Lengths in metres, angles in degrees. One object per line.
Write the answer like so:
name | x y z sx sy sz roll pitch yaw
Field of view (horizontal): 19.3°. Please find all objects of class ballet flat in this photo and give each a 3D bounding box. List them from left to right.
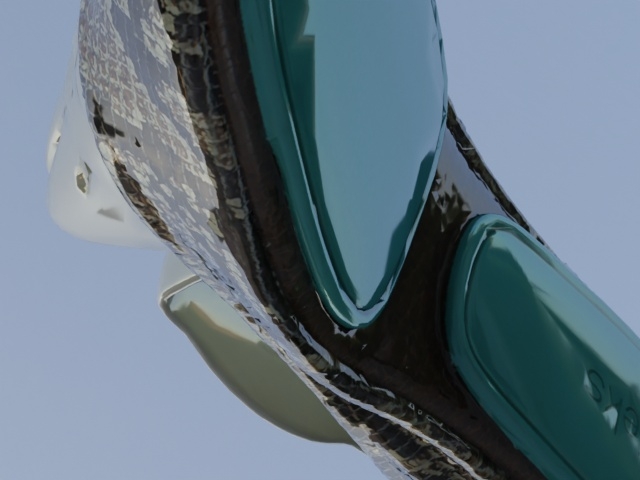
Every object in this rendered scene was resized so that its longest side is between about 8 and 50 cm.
ballet flat | 0.000 0.000 0.749 0.483 0.182 0.164 55 -136 -43
